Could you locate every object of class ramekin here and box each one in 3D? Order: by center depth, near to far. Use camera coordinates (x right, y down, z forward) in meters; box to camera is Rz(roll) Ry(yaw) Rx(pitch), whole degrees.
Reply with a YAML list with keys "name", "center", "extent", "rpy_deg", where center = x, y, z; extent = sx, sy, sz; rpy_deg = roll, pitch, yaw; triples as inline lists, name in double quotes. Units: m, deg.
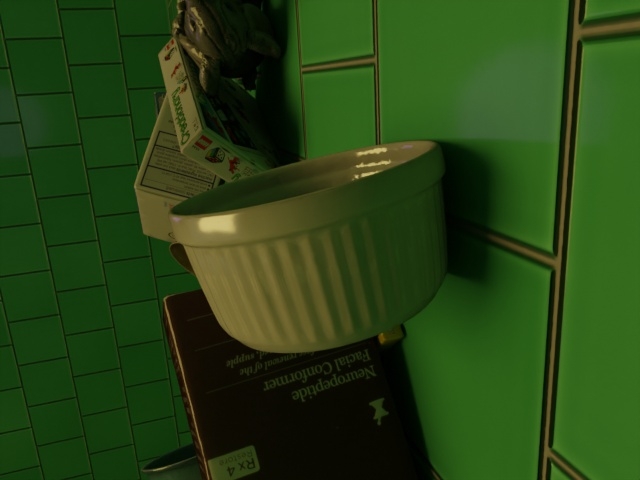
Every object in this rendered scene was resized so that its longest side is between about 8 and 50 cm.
- name: "ramekin"
  center: [0.000, 0.000, 0.423]
  extent: [0.207, 0.207, 0.108]
  rpy_deg: [-152, 45, -70]

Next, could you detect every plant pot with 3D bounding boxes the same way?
- name: "plant pot"
  center: [-0.220, 0.060, 1.210]
  extent: [0.032, 0.236, 0.236]
  rpy_deg: [-63, 2, -24]
- name: "plant pot"
  center: [-0.276, 0.727, 1.514]
  extent: [0.341, 0.341, 0.333]
  rpy_deg: [138, 114, -70]

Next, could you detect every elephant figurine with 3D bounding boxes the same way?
- name: "elephant figurine"
  center: [-0.144, -0.297, 0.795]
  extent: [0.169, 0.186, 0.239]
  rpy_deg: [-63, 23, 24]

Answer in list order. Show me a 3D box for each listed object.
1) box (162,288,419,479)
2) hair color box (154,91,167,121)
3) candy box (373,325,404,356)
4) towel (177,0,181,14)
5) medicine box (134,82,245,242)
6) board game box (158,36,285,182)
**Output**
- name: "box"
  center: [-0.022, 0.220, 0.545]
  extent: [0.143, 0.191, 0.381]
  rpy_deg: [139, 115, -69]
- name: "hair color box"
  center: [-0.353, -0.264, 1.501]
  extent: [0.347, 0.174, 0.105]
  rpy_deg: [121, 139, -64]
- name: "candy box"
  center: [0.037, 0.094, 0.633]
  extent: [0.206, 0.027, 0.105]
  rpy_deg: [113, 146, -60]
- name: "towel"
  center: [-0.297, -0.575, 1.317]
  extent: [0.320, 0.090, 0.374]
  rpy_deg: [-150, 54, -70]
- name: "medicine box"
  center: [-0.275, -0.165, 1.171]
  extent: [0.263, 0.149, 0.289]
  rpy_deg: [126, 158, -66]
- name: "board game box"
  center: [-0.154, -0.193, 0.883]
  extent: [0.053, 0.193, 0.305]
  rpy_deg: [-41, 44, 17]
